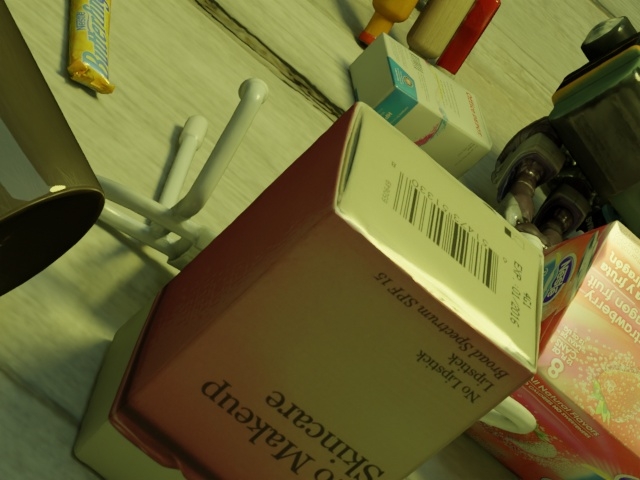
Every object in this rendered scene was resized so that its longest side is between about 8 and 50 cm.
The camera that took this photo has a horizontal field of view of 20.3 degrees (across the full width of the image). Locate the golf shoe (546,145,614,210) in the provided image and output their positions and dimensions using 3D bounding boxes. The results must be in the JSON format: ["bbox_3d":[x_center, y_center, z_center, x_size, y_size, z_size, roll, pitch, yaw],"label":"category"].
[{"bbox_3d":[0.324,-0.046,1.816,0.198,0.077,0.094,29,9,3],"label":"golf shoe"}]

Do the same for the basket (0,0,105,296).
[{"bbox_3d":[-0.231,-0.082,0.991,0.227,0.154,0.204,56,29,11],"label":"basket"}]

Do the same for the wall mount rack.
[{"bbox_3d":[0.000,0.000,1.210,0.350,0.130,0.304,29,-9,-9],"label":"wall mount rack"}]

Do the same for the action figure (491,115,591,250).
[{"bbox_3d":[0.176,0.005,1.541,0.185,0.099,0.285,49,29,-10],"label":"action figure"}]

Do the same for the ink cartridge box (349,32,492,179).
[{"bbox_3d":[0.092,-0.122,1.639,0.122,0.052,0.088,29,30,-29],"label":"ink cartridge box"}]

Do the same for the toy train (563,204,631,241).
[{"bbox_3d":[0.283,0.044,1.661,0.105,0.080,0.184,40,25,-26],"label":"toy train"}]

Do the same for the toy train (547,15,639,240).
[{"bbox_3d":[0.335,-0.047,1.632,0.334,0.142,0.190,56,31,-9],"label":"toy train"}]

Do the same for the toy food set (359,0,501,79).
[{"bbox_3d":[0.109,-0.225,1.804,0.111,0.104,0.232,32,8,2],"label":"toy food set"}]

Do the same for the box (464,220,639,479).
[{"bbox_3d":[0.254,0.144,1.327,0.300,0.154,0.142,40,61,-13],"label":"box"}]

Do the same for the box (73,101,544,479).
[{"bbox_3d":[-0.005,0.063,1.012,0.148,0.232,0.127,38,29,-15],"label":"box"}]

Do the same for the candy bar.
[{"bbox_3d":[-0.171,-0.159,1.336,0.040,0.018,0.161,32,28,-27],"label":"candy bar"}]
